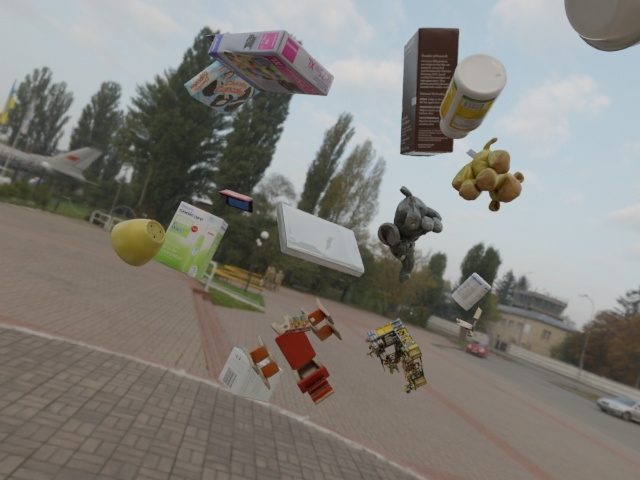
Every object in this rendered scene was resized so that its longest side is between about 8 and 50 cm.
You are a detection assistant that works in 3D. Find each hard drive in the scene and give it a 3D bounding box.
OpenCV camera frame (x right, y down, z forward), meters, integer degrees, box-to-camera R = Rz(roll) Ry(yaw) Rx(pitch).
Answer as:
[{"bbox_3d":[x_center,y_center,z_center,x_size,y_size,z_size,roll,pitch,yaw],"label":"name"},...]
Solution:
[{"bbox_3d":[0.000,0.000,1.409,0.308,0.040,0.203,20,39,-30],"label":"hard drive"}]

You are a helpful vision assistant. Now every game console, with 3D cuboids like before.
[{"bbox_3d":[-0.398,-0.179,1.968,0.144,0.085,0.124,18,17,9],"label":"game console"}]

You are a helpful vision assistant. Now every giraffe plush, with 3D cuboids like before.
[{"bbox_3d":[0.499,-0.168,1.199,0.170,0.210,0.181,38,-53,-16],"label":"giraffe plush"}]

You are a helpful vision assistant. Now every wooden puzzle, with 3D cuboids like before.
[{"bbox_3d":[-0.054,0.213,1.065,0.083,0.006,0.049,-6,44,-11],"label":"wooden puzzle"}]

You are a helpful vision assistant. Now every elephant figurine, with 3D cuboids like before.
[{"bbox_3d":[0.275,-0.014,1.384,0.169,0.239,0.186,27,38,-9],"label":"elephant figurine"}]

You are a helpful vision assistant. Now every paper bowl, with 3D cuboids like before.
[{"bbox_3d":[0.697,-0.595,0.978,0.148,0.284,0.284,-20,-3,-3],"label":"paper bowl"}]

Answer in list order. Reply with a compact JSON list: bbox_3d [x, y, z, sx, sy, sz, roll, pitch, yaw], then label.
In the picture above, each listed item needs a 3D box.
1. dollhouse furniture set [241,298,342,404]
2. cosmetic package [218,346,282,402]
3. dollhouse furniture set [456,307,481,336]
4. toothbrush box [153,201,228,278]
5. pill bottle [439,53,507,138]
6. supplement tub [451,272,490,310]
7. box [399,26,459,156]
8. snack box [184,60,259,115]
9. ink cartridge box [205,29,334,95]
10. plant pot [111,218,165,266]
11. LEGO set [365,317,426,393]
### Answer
[{"bbox_3d":[-0.053,0.345,1.221,0.135,0.262,0.259,43,-19,52],"label":"dollhouse furniture set"},{"bbox_3d":[-0.294,0.566,1.757,0.184,0.151,0.151,32,-10,-39],"label":"cosmetic package"},{"bbox_3d":[0.651,0.347,1.838,0.081,0.114,0.091,21,-36,29],"label":"dollhouse furniture set"},{"bbox_3d":[-0.570,0.003,1.850,0.206,0.283,0.122,25,-9,1],"label":"toothbrush box"},{"bbox_3d":[0.360,-0.339,1.021,0.118,0.117,0.208,18,-16,7],"label":"pill bottle"},{"bbox_3d":[0.480,0.163,1.331,0.071,0.107,0.071,41,12,-11],"label":"supplement tub"},{"bbox_3d":[0.358,-0.480,1.394,0.143,0.381,0.191,1,8,-4],"label":"box"},{"bbox_3d":[-0.374,-0.599,1.641,0.060,0.187,0.322,59,11,2],"label":"snack box"},{"bbox_3d":[-0.138,-0.431,1.024,0.311,0.065,0.186,24,1,39],"label":"ink cartridge box"},{"bbox_3d":[-0.488,-0.006,1.154,0.095,0.134,0.134,-22,-22,20],"label":"plant pot"},{"bbox_3d":[0.314,0.515,1.805,0.331,0.192,0.255,72,-7,-47],"label":"LEGO set"}]
